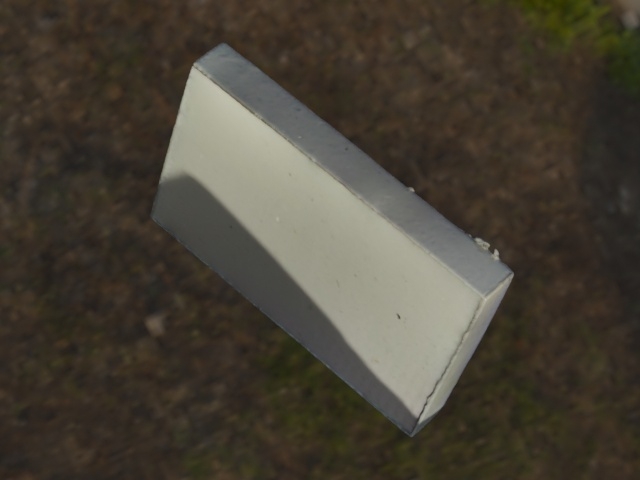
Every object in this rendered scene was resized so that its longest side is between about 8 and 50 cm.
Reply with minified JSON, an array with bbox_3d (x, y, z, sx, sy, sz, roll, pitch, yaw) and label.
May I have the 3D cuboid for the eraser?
[{"bbox_3d":[0.000,0.000,0.781,0.150,0.104,0.023,39,53,14],"label":"eraser"}]
